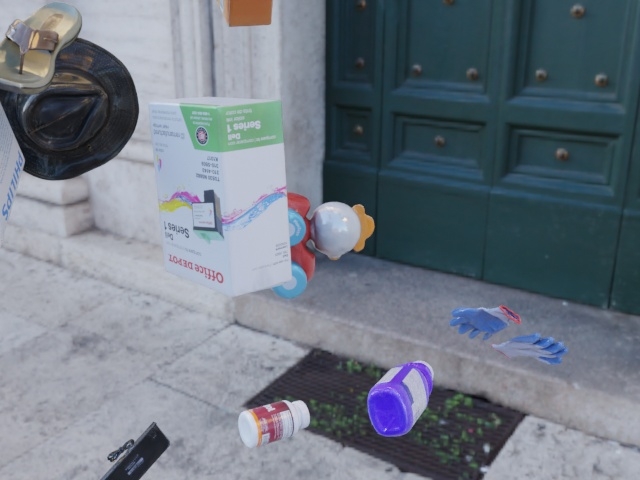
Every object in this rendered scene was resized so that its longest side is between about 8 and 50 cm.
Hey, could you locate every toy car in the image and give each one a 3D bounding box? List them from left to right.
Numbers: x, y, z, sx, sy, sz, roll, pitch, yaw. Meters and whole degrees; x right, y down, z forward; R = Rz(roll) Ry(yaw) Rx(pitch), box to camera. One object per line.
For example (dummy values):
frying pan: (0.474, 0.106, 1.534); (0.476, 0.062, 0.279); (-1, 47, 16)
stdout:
toy car: (0.000, 0.000, 1.508); (0.238, 0.210, 0.219); (-3, 14, -10)

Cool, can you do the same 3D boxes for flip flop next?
flip flop: (-0.482, -0.341, 1.218); (0.112, 0.080, 0.277); (18, 46, -4)

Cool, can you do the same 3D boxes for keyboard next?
keyboard: (-0.406, 0.466, 1.533); (0.023, 0.108, 0.180); (14, 50, 39)

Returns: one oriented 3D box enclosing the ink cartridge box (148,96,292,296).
ink cartridge box: (-0.154, -0.073, 1.099); (0.117, 0.278, 0.201); (-15, 20, -39)

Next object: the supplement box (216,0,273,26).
supplement box: (-0.143, -0.445, 1.210); (0.078, 0.080, 0.233); (-8, 46, -15)

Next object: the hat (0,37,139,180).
hat: (-0.542, -0.283, 1.541); (0.331, 0.331, 0.134); (-9, 13, -25)

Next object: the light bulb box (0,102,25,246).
light bulb box: (-0.723, -0.175, 1.163); (0.358, 0.361, 0.225); (-1, 51, -3)

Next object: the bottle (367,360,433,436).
bottle: (0.190, 0.340, 1.622); (0.092, 0.118, 0.283); (-13, 3, 23)

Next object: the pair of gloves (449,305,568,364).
pair of gloves: (0.326, 0.168, 1.256); (0.198, 0.023, 0.159); (33, -24, -15)

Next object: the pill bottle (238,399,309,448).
pill bottle: (-0.106, 0.420, 1.669); (0.152, 0.086, 0.086); (-8, 21, -32)
